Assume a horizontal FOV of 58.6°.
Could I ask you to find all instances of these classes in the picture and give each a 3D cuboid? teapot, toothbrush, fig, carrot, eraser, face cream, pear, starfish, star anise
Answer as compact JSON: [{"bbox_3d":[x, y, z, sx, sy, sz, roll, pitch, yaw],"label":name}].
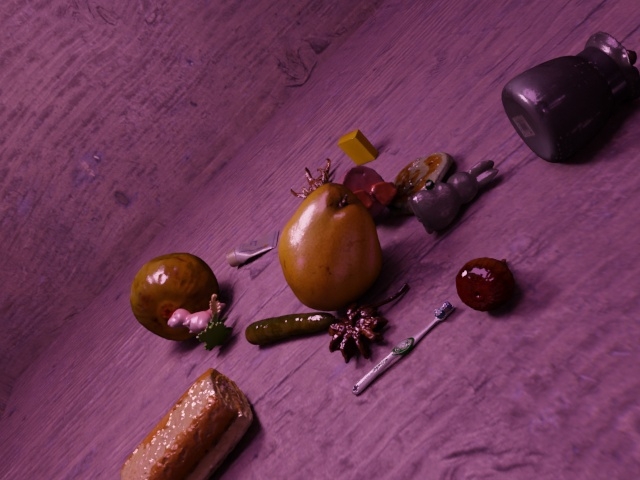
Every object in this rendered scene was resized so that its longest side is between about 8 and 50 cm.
[{"bbox_3d":[0.600,-0.326,1.325,0.285,0.305,0.223,-35,63,8],"label":"teapot"},{"bbox_3d":[0.182,0.244,1.275,0.304,0.030,0.030,-45,25,10],"label":"toothbrush"},{"bbox_3d":[-0.535,0.197,2.128,0.343,0.343,0.343,-36,27,22],"label":"fig"},{"bbox_3d":[-0.090,0.245,1.636,0.358,0.074,0.074,-19,36,42],"label":"carrot"},{"bbox_3d":[0.137,-0.336,2.070,0.097,0.122,0.045,-17,40,48],"label":"eraser"},{"bbox_3d":[-0.262,0.030,2.236,0.224,0.070,0.114,-26,31,21],"label":"face cream"},{"bbox_3d":[0.020,0.022,1.502,0.284,0.336,0.285,-13,33,9],"label":"pear"},{"bbox_3d":[-0.025,-0.240,2.236,0.190,0.074,0.146,-51,27,-10],"label":"starfish"},{"bbox_3d":[0.348,0.092,1.184,0.119,0.153,0.119,-3,85,32],"label":"fig"},{"bbox_3d":[0.104,0.195,1.414,0.177,0.073,0.234,-4,40,43],"label":"star anise"}]

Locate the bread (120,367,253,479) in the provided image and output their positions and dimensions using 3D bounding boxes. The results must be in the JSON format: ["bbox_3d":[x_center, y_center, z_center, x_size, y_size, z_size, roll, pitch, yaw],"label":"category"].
[{"bbox_3d":[-0.357,0.539,1.508,0.375,0.165,0.236,-50,23,-4],"label":"bread"}]

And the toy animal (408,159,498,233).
[{"bbox_3d":[0.347,-0.115,1.481,0.236,0.138,0.108,-22,-14,-1],"label":"toy animal"}]

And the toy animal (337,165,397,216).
[{"bbox_3d":[0.104,-0.121,1.710,0.195,0.169,0.281,-19,-12,-15],"label":"toy animal"}]

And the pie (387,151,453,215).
[{"bbox_3d":[0.288,-0.168,1.676,0.240,0.054,0.240,-38,25,21],"label":"pie"}]

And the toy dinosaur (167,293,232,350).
[{"bbox_3d":[-0.395,0.277,1.926,0.194,0.152,0.177,-39,54,-7],"label":"toy dinosaur"}]
